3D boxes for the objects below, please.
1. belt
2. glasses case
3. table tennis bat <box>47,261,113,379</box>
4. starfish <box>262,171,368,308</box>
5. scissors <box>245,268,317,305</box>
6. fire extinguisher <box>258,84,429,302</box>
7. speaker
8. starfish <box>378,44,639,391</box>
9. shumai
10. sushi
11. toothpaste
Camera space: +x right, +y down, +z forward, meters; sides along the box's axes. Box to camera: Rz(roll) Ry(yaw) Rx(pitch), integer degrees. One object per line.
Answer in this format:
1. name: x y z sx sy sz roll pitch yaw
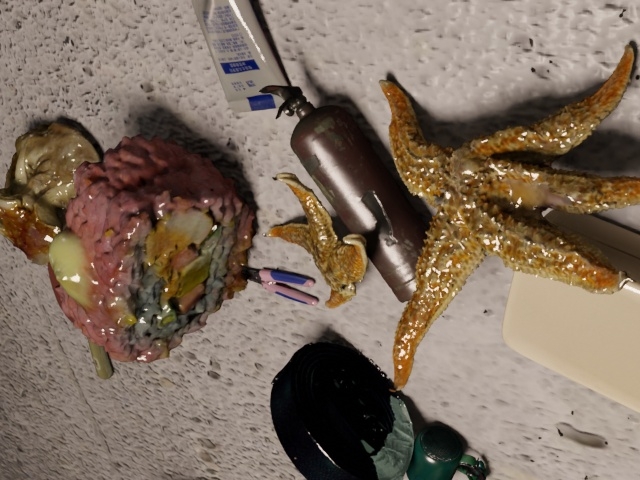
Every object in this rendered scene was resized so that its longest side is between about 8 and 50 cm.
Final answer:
1. belt: 0.028 0.220 1.142 0.198 0.151 0.078 56 138 17
2. glasses case: 0.332 0.096 0.839 0.336 0.076 0.144 26 133 24
3. table tennis bat: -0.375 0.120 1.521 0.138 0.022 0.247 15 127 34
4. starfish: 0.001 -0.002 1.024 0.138 0.050 0.247 50 162 10
5. scissors: -0.052 0.055 1.191 0.113 0.012 0.039 13 127 35
6. fire extinguisher: 0.034 -0.056 0.975 0.072 0.089 0.268 -31 98 35
7. speaker: 0.155 0.268 1.150 0.094 0.060 0.075 7 133 -6
8. starfish: 0.164 -0.023 0.813 0.293 0.084 0.302 -8 73 42
9. shumai: -0.391 -0.060 1.304 0.209 0.153 0.161 -24 110 45
10. sushi: -0.216 0.007 1.139 0.171 0.236 0.270 42 139 26
11. toothpaste: -0.110 -0.253 0.989 0.096 0.061 0.266 1 127 39
